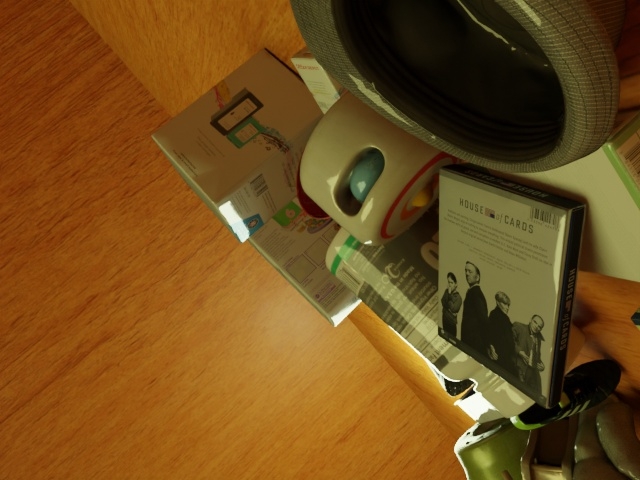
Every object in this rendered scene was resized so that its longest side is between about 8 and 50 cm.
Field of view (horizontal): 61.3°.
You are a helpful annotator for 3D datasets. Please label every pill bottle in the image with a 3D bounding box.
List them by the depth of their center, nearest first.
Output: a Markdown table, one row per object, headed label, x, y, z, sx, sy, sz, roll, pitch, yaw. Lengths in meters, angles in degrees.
| label | x | y | z | sx | sy | sz | roll | pitch | yaw |
| --- | --- | --- | --- | --- | --- | --- | --- | --- | --- |
| pill bottle | 0.200 | 0.082 | 0.837 | 0.361 | 0.204 | 0.204 | 42 | 169 | 14 |

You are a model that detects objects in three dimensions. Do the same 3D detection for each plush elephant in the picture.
| label | x | y | z | sx | sy | sz | roll | pitch | yaw |
| --- | --- | --- | --- | --- | --- | --- | --- | --- | --- |
| plush elephant | 0.490 | 0.371 | 0.740 | 0.255 | 0.271 | 0.330 | -5 | 175 | 32 |

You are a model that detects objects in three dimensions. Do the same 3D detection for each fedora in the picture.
| label | x | y | z | sx | sy | sz | roll | pitch | yaw |
| --- | --- | --- | --- | --- | --- | --- | --- | --- | --- |
| fedora | 0.118 | -0.177 | 0.428 | 0.275 | 0.124 | 0.243 | 33 | 167 | 24 |

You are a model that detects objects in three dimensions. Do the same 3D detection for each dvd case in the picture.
| label | x | y | z | sx | sy | sz | roll | pitch | yaw |
| --- | --- | --- | --- | --- | --- | --- | --- | --- | --- |
| dvd case | 0.202 | 0.047 | 0.614 | 0.179 | 0.030 | 0.238 | 33 | 135 | 53 |

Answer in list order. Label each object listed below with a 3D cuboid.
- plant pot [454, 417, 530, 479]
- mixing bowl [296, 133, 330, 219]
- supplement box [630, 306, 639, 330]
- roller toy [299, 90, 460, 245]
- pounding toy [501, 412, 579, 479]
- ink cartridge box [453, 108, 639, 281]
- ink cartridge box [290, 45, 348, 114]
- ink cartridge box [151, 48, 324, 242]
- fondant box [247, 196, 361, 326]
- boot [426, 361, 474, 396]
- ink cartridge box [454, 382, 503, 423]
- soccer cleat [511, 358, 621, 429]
| label | x | y | z | sx | sy | sz | roll | pitch | yaw |
| --- | --- | --- | --- | --- | --- | --- | --- | --- | --- |
| plant pot | 0.477 | 0.525 | 1.125 | 0.353 | 0.366 | 0.366 | 57 | 173 | 15 |
| mixing bowl | 0.052 | -0.113 | 0.907 | 0.098 | 0.181 | 0.181 | 15 | -168 | -37 |
| supplement box | 0.361 | 0.078 | 0.509 | 0.083 | 0.083 | 0.056 | 48 | 169 | -6 |
| roller toy | 0.084 | -0.094 | 0.694 | 0.146 | 0.191 | 0.209 | 43 | 169 | 20 |
| pounding toy | 0.375 | 0.378 | 0.943 | 0.155 | 0.269 | 0.154 | -9 | 139 | 33 |
| ink cartridge box | 0.262 | -0.038 | 0.561 | 0.171 | 0.056 | 0.235 | 50 | 171 | -15 |
| ink cartridge box | 0.021 | -0.236 | 0.811 | 0.122 | 0.052 | 0.088 | 53 | 168 | -33 |
| ink cartridge box | -0.130 | -0.177 | 1.040 | 0.197 | 0.270 | 0.198 | 45 | 170 | 19 |
| fondant box | 0.000 | 0.000 | 1.263 | 0.330 | 0.238 | 0.096 | 42 | 170 | 27 |
| boot | 0.302 | 0.264 | 1.466 | 0.222 | 0.118 | 0.338 | 49 | 172 | 50 |
| ink cartridge box | 0.354 | 0.269 | 1.034 | 0.065 | 0.165 | 0.332 | 45 | 171 | 18 |
| soccer cleat | 0.367 | 0.231 | 0.799 | 0.060 | 0.179 | 0.072 | 62 | -176 | 21 |
